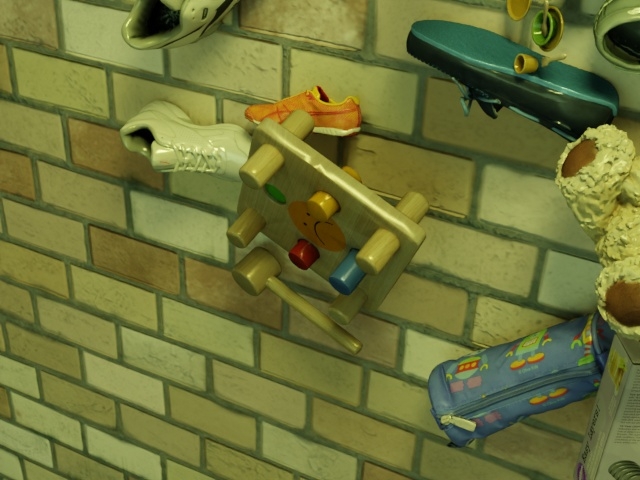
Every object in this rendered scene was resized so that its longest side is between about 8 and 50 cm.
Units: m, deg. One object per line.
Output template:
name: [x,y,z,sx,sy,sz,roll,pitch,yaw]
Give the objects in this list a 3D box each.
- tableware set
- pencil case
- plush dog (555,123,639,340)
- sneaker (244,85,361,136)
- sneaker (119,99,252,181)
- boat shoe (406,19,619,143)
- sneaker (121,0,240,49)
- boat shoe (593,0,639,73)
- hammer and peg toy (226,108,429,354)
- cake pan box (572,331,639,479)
tableware set: [0.227,-0.261,0.996,0.104,0.024,0.154,175,92,-69]
pencil case: [0.279,0.189,1.225,0.306,0.133,0.119,-28,94,38]
plush dog: [0.411,-0.015,0.976,0.225,0.262,0.211,-29,140,27]
sneaker: [-0.022,-0.178,1.240,0.175,0.064,0.067,5,99,23]
sneaker: [-0.192,-0.125,1.323,0.232,0.115,0.090,19,125,20]
boat shoe: [0.213,-0.176,1.064,0.258,0.109,0.089,29,132,16]
sneaker: [-0.140,-0.347,1.145,0.122,0.146,0.330,47,129,0]
boat shoe: [0.435,-0.177,0.934,0.319,0.099,0.116,24,127,17]
hammer and peg toy: [0.000,0.000,1.265,0.266,0.127,0.361,36,154,7]
cake pan box: [0.465,0.225,1.103,0.267,0.070,0.245,0,124,-4]
